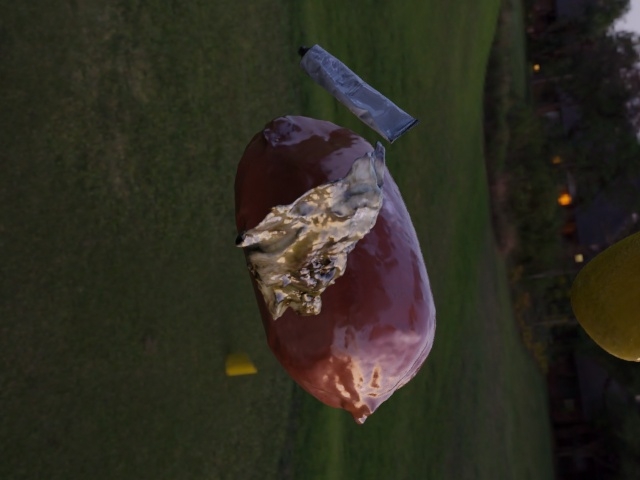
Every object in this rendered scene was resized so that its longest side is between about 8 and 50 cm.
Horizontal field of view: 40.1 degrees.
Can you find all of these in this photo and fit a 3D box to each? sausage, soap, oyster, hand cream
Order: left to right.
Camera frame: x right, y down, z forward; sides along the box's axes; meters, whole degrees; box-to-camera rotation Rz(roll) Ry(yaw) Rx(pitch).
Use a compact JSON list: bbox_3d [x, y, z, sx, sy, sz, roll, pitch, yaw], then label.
[{"bbox_3d":[0.001,-0.003,0.554,0.053,0.108,0.166,42,-18,9],"label":"oyster"},{"bbox_3d":[0.013,0.017,0.704,0.148,0.148,0.255,59,19,-60],"label":"sausage"},{"bbox_3d":[0.022,-0.099,0.586,0.030,0.093,0.019,-44,172,-34],"label":"hand cream"},{"bbox_3d":[0.262,0.019,0.629,0.089,0.168,0.033,55,1,27],"label":"soap"}]
